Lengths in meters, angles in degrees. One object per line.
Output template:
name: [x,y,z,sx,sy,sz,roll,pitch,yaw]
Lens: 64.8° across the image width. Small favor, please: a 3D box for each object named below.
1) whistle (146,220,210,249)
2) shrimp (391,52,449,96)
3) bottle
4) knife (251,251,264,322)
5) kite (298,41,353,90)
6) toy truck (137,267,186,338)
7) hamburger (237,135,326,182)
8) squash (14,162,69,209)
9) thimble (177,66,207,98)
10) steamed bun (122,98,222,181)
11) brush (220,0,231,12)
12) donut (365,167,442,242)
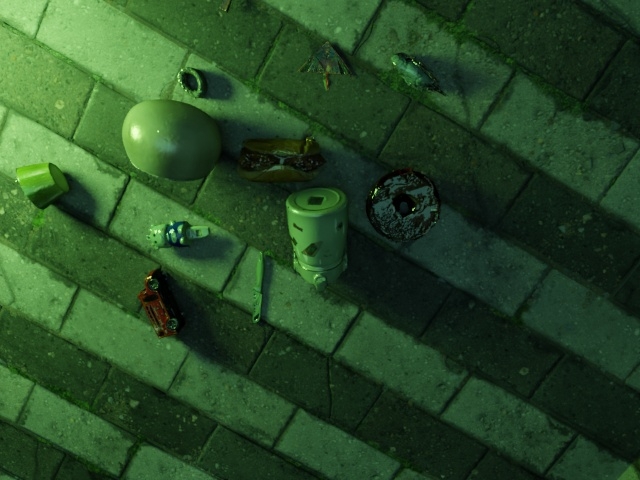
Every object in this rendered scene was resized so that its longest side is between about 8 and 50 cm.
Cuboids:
whistle: [-0.528,-0.021,1.861,0.244,0.092,0.110,-4,100,7]
shrimp: [0.330,-0.541,1.675,0.232,0.079,0.090,33,140,-7]
bottle: [0.000,0.000,1.762,0.228,0.229,0.352,-2,124,5]
knife: [-0.239,0.183,1.930,0.043,0.020,0.294,5,106,1]
kite: [0.019,-0.592,1.716,0.189,0.010,0.159,7,106,4]
toy truck: [-0.612,0.240,1.926,0.114,0.107,0.253,-20,102,8]
hamburger: [-0.156,-0.275,1.735,0.282,0.245,0.156,20,118,45]
squash: [-1.002,-0.205,1.821,0.122,0.170,0.170,-25,102,-2]
thimble: [-0.438,-0.541,1.736,0.084,0.062,0.110,-23,101,10]
steamed bun: [-0.481,-0.345,1.657,0.323,0.324,0.207,17,118,0]
brush: [-0.251,-0.888,1.633,0.084,0.071,0.301,29,105,9]
donut: [0.289,-0.124,1.769,0.269,0.103,0.270,0,105,2]
